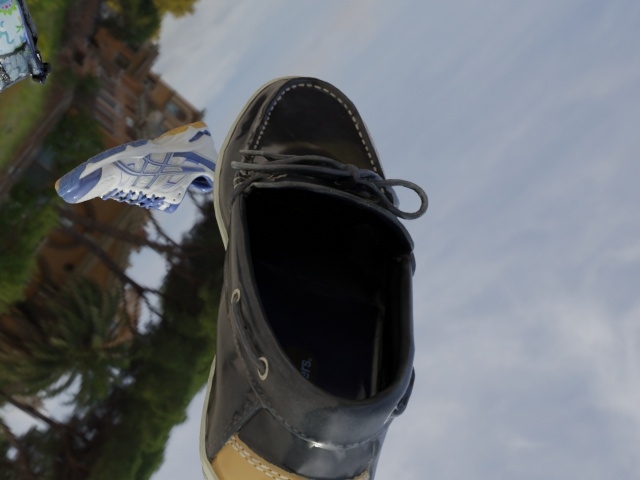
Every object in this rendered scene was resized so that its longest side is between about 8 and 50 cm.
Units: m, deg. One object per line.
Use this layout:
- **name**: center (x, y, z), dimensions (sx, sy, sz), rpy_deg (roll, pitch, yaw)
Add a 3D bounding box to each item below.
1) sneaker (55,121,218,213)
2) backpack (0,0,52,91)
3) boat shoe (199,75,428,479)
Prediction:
- **sneaker**: center (-0.284, -0.099, 1.592), dimensions (0.297, 0.130, 0.112), rpy_deg (-24, -174, -35)
- **backpack**: center (-0.295, -0.193, 0.831), dimensions (0.084, 0.105, 0.114), rpy_deg (-27, 157, -19)
- **boat shoe**: center (0.000, 0.000, 0.816), dimensions (0.500, 0.187, 0.156), rpy_deg (-87, -162, -48)
